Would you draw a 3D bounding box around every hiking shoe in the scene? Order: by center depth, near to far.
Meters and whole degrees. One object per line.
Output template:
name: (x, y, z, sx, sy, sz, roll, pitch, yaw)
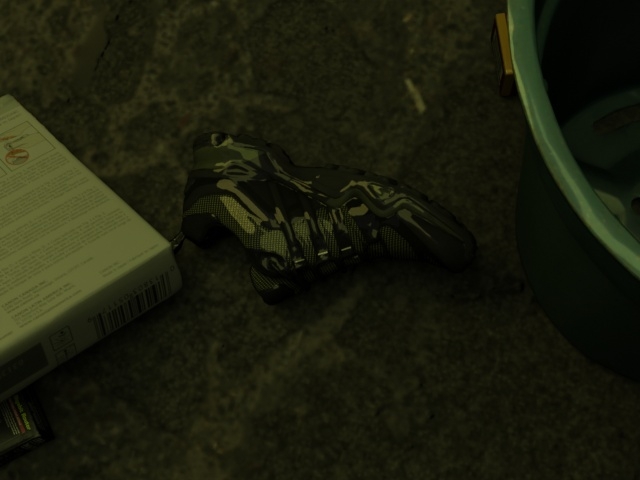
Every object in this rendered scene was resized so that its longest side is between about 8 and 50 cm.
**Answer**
hiking shoe: (0.000, 0.000, 0.742, 0.227, 0.086, 0.114, 18, 89, 14)

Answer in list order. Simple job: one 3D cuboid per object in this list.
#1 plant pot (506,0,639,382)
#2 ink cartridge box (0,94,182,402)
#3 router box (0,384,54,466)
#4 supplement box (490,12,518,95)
plant pot: (0.264, -0.055, 0.601, 0.341, 0.334, 0.341, -1, 74, 3)
ink cartridge box: (-0.246, 0.003, 0.743, 0.189, 0.066, 0.232, -33, 51, -26)
router box: (-0.264, 0.113, 0.737, 0.092, 0.038, 0.122, -27, 74, -4)
supplement box: (0.180, -0.150, 0.785, 0.083, 0.043, 0.054, -6, 73, 3)
